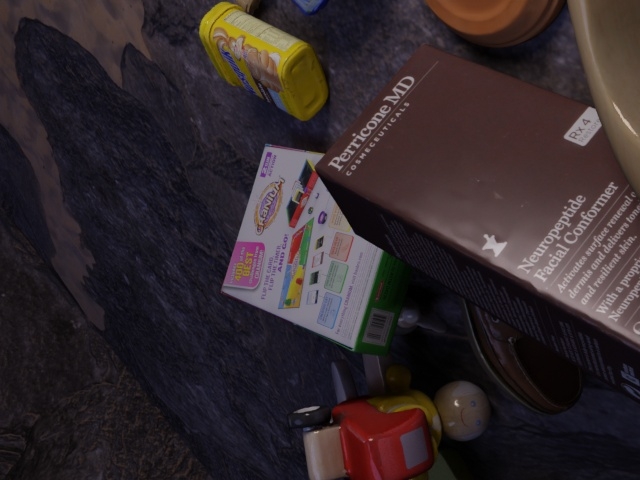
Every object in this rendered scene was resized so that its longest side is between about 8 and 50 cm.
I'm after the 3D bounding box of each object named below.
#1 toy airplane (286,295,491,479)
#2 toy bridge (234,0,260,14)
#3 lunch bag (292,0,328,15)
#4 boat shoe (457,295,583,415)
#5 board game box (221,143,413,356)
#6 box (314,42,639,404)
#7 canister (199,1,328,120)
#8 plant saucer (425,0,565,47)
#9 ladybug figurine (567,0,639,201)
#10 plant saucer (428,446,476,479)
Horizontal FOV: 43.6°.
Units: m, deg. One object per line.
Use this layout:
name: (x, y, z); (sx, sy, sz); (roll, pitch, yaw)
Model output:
toy airplane: (0.116, 0.272, 1.188); (0.385, 0.272, 0.386); (-96, -9, -49)
toy bridge: (-0.079, -0.371, 1.059); (0.063, 0.026, 0.188); (47, 150, 17)
lunch bag: (-0.012, -0.351, 0.906); (0.129, 0.096, 0.151); (-30, 82, 61)
boat shoe: (0.227, 0.068, 0.925); (0.307, 0.110, 0.104); (60, 152, -3)
board game box: (0.000, 0.000, 1.114); (0.316, 0.064, 0.242); (17, 90, 50)
box: (0.199, -0.031, 0.763); (0.381, 0.191, 0.143); (31, 166, 39)
canister: (-0.076, -0.247, 1.107); (0.170, 0.073, 0.126); (34, 163, 33)
plant saucer: (0.153, -0.281, 0.780); (0.200, 0.037, 0.200); (38, 146, 32)
ladybug figurine: (0.281, -0.179, 0.503); (0.305, 0.161, 0.450); (-126, 19, -69)
plant saucer: (0.214, 0.422, 1.353); (0.188, 0.045, 0.188); (58, 151, -1)
